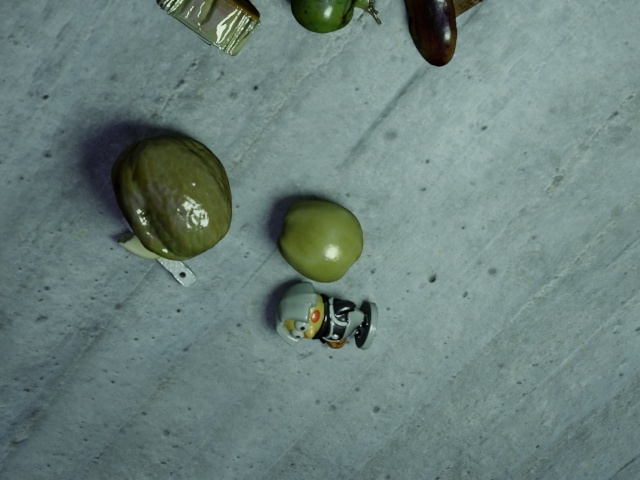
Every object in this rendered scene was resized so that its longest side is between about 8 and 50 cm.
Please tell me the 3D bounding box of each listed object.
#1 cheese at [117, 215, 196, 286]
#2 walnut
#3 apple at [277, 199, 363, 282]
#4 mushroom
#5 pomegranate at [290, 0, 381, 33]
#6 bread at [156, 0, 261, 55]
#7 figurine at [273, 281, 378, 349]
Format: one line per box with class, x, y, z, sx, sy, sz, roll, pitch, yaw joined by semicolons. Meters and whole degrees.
cheese;-0.374;0.018;1.761;0.127;0.050;0.235;-37;113;12
walnut;-0.308;-0.095;1.615;0.227;0.283;0.283;-4;126;48
apple;0.000;0.000;1.701;0.199;0.200;0.200;-1;116;-2
mushroom;0.285;-0.479;1.525;0.217;0.148;0.227;-19;121;-11
pomegranate;0.038;-0.483;1.499;0.191;0.131;0.152;9;112;-15
bread;-0.210;-0.456;1.455;0.192;0.210;0.110;34;105;-17
figurine;0.004;0.191;1.820;0.236;0.133;0.176;13;133;-15
